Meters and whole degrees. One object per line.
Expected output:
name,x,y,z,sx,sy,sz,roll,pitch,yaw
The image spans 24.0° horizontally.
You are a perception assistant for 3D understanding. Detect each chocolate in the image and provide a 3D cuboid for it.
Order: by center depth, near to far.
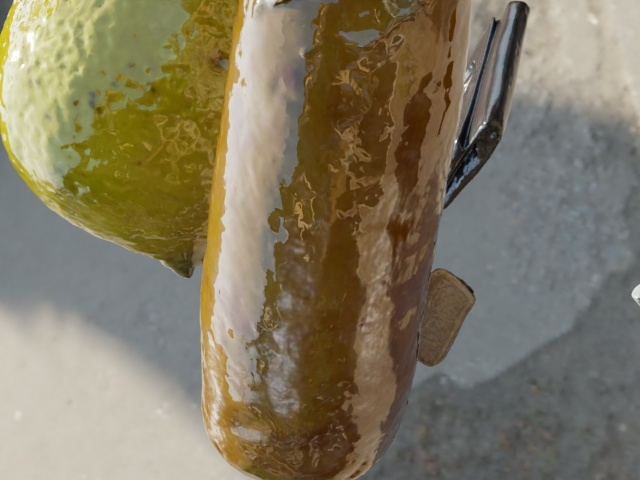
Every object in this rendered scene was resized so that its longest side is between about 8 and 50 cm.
chocolate,0.112,0.080,1.523,0.031,0.064,0.100,-21,38,60

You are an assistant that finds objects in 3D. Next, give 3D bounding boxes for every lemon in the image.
lemon,-0.099,-0.119,1.025,0.228,0.228,0.253,33,95,53

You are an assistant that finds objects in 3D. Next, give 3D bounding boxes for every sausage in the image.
sausage,0.002,0.001,0.637,0.109,0.109,0.270,-125,34,-47

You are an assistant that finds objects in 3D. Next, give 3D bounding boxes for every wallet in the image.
wallet,0.189,-0.168,1.825,0.182,0.049,0.229,124,166,-52

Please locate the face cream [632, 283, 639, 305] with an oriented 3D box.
face cream,0.427,0.132,1.646,0.101,0.251,0.101,-38,18,15
